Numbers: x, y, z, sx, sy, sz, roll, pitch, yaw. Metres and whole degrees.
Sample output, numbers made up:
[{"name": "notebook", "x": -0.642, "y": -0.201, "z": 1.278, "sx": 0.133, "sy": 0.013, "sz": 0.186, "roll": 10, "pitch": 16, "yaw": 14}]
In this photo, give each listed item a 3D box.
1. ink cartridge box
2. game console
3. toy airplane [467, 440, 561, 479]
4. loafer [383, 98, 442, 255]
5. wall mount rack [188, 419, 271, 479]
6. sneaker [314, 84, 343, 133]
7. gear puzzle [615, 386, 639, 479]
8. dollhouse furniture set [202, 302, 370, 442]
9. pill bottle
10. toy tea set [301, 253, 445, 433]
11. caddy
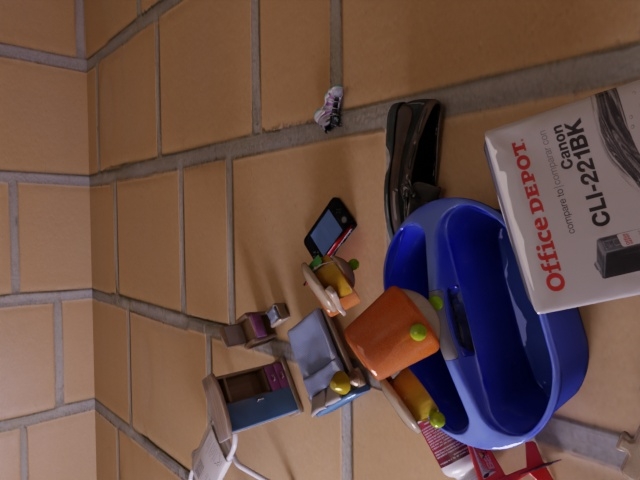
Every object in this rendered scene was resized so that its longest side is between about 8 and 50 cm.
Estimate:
[{"name": "ink cartridge box", "x": 0.324, "y": -0.056, "z": 0.497, "sx": 0.273, "sy": 0.114, "sz": 0.197, "roll": -16, "pitch": 89, "yaw": 21}, {"name": "game console", "x": 0.000, "y": 0.000, "z": 1.004, "sx": 0.144, "sy": 0.085, "sz": 0.124, "roll": -54, "pitch": 55, "yaw": 34}, {"name": "toy airplane", "x": 0.270, "y": 0.338, "z": 0.707, "sx": 0.028, "sy": 0.151, "sz": 0.151, "roll": 76, "pitch": 172, "yaw": -69}, {"name": "loafer", "x": 0.160, "y": -0.104, "z": 0.820, "sx": 0.084, "sy": 0.096, "sz": 0.267, "roll": -4, "pitch": 87, "yaw": 42}, {"name": "wall mount rack", "x": -0.210, "y": 0.586, "z": 1.242, "sx": 0.304, "sy": 0.130, "sz": 0.350, "roll": 50, "pitch": 126, "yaw": 38}, {"name": "sneaker", "x": 0.029, "y": -0.258, "z": 0.999, "sx": 0.069, "sy": 0.038, "sz": 0.098, "roll": 62, "pitch": 141, "yaw": 24}, {"name": "gear puzzle", "x": 0.465, "y": 0.155, "z": 0.534, "sx": 0.175, "sy": 0.044, "sz": 0.339, "roll": 27, "pitch": 109, "yaw": 46}, {"name": "dollhouse furniture set", "x": -0.092, "y": 0.240, "z": 1.034, "sx": 0.303, "sy": 0.198, "sz": 0.286, "roll": -42, "pitch": 62, "yaw": 40}, {"name": "pill bottle", "x": 0.212, "y": 0.312, "z": 0.782, "sx": 0.086, "sy": 0.086, "sz": 0.152, "roll": -50, "pitch": 56, "yaw": 37}, {"name": "toy tea set", "x": 0.081, "y": 0.097, "z": 0.713, "sx": 0.124, "sy": 0.200, "sz": 0.336, "roll": -34, "pitch": 39, "yaw": -5}, {"name": "caddy", "x": 0.216, "y": 0.108, "z": 0.701, "sx": 0.241, "sy": 0.179, "sz": 0.341, "roll": -22, "pitch": 75, "yaw": 45}]
